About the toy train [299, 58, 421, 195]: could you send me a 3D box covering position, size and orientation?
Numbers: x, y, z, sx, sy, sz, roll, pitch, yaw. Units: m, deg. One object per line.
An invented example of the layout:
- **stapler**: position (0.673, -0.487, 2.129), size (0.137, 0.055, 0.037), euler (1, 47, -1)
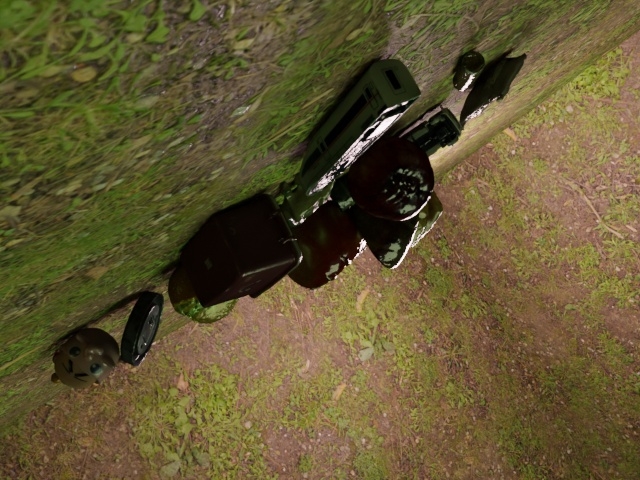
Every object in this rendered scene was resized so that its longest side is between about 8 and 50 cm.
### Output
- **toy train**: position (0.042, -0.196, 1.213), size (0.086, 0.088, 0.407), euler (-27, 174, -29)

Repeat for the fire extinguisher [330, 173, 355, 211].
- **fire extinguisher**: position (0.165, -0.197, 1.944), size (0.294, 0.093, 0.118), euler (-31, -168, -4)

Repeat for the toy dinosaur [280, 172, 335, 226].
- **toy dinosaur**: position (-0.044, -0.084, 1.646), size (0.447, 0.087, 0.301), euler (-37, 168, -8)

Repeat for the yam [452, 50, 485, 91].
- **yam**: position (0.329, -0.375, 1.425), size (0.054, 0.054, 0.132), euler (-32, 176, -1)

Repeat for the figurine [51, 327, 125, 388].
- **figurine**: position (-0.670, 0.346, 1.826), size (0.186, 0.176, 0.287), euler (-57, -159, -23)

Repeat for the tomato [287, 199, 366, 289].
- **tomato**: position (0.000, 0.000, 2.068), size (0.303, 0.239, 0.303), euler (-42, -179, 1)

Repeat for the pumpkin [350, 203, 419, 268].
- **pumpkin**: position (0.212, -0.067, 1.987), size (0.169, 0.312, 0.148), euler (-25, -176, 31)

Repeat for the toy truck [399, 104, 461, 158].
- **toy truck**: position (0.288, -0.283, 1.804), size (0.227, 0.098, 0.114), euler (-32, -164, 32)

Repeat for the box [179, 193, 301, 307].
- **box**: position (-0.200, 0.035, 1.520), size (0.167, 0.193, 0.294), euler (-17, 166, -38)

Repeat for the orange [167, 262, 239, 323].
- **orange**: position (-0.318, 0.123, 1.736), size (0.179, 0.158, 0.237), euler (-33, 162, 0)

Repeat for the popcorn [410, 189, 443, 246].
- **popcorn**: position (0.285, -0.131, 2.199), size (0.321, 0.290, 0.325), euler (-34, 175, 21)

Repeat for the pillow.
- **pillow**: position (0.447, -0.401, 1.713), size (0.169, 0.059, 0.255), euler (-61, -174, -16)

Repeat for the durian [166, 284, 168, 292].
- **durian**: position (-0.379, 0.120, 1.888), size (0.100, 0.086, 0.215), euler (-19, 180, 12)

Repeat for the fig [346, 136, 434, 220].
- **fig**: position (0.184, -0.163, 1.720), size (0.224, 0.224, 0.263), euler (-29, -179, -34)

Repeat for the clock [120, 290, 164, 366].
- **clock**: position (-0.504, 0.247, 1.811), size (0.215, 0.042, 0.215), euler (17, 90, -89)

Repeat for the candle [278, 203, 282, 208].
- **candle**: position (-0.190, -0.013, 1.789), size (0.084, 0.059, 0.301), euler (-7, 159, -41)
